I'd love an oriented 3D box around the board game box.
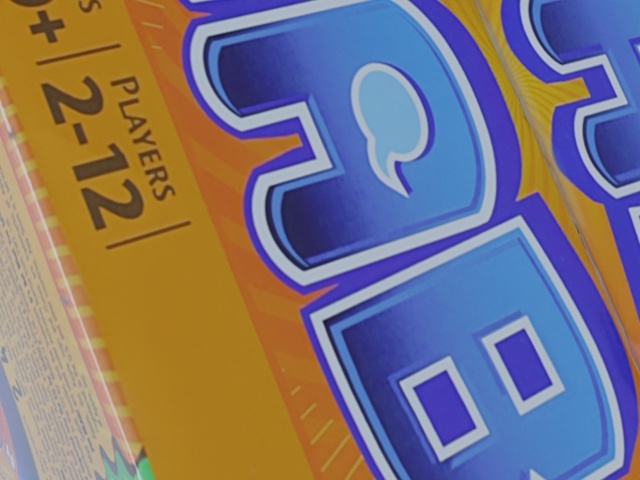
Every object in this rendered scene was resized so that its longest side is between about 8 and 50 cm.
[{"bbox_3d":[0.000,0.000,0.595,0.356,0.357,0.356,-18,170,-29],"label":"board game box"}]
